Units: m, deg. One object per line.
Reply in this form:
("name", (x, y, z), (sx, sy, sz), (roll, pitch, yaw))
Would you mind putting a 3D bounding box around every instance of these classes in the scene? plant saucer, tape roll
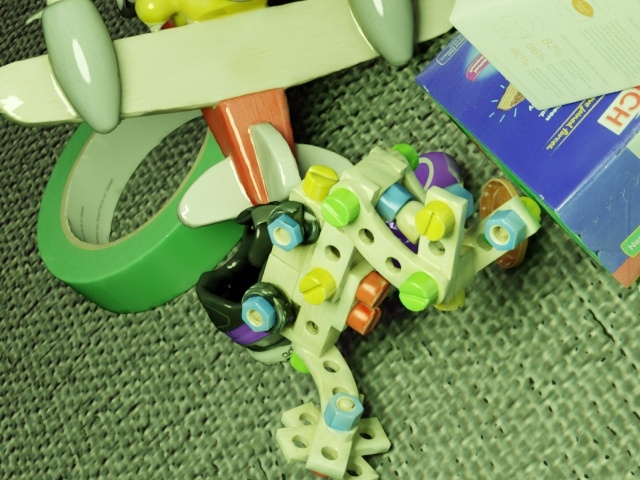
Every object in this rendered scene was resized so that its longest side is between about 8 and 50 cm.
("plant saucer", (0.170, -0.016, 1.670), (0.083, 0.013, 0.083), (171, 90, -71))
("tape roll", (-0.187, -0.073, 2.088), (0.321, 0.077, 0.321), (-27, 42, 28))

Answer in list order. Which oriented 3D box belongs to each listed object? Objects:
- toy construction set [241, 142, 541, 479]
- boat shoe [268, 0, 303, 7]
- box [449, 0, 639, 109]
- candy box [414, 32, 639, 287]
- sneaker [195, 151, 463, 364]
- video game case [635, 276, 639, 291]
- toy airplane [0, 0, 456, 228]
("toy construction set", (0.041, 0.054, 1.618), (0.215, 0.151, 0.327), (33, 117, 16))
("boat shoe", (-0.008, -0.378, 2.133), (0.285, 0.104, 0.089), (-44, 39, 11))
("box", (0.216, -0.192, 1.479), (0.170, 0.130, 0.091), (-12, 48, 44))
("candy box", (0.262, -0.150, 1.618), (0.268, 0.122, 0.317), (-46, 31, 6))
("sneaker", (0.000, 0.001, 1.764), (0.293, 0.146, 0.102), (-39, 38, 17))
("video game case", (0.329, -0.007, 1.527), (0.157, 0.019, 0.143), (-38, 37, 18))
("toy airplane", (-0.090, -0.208, 1.856), (0.386, 0.384, 0.272), (-60, -7, -30))
